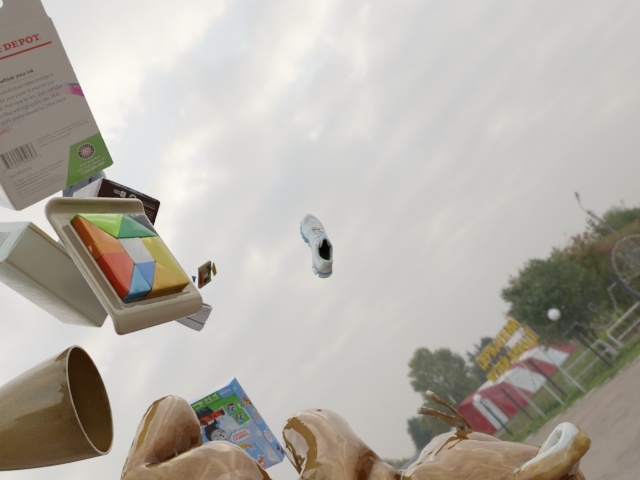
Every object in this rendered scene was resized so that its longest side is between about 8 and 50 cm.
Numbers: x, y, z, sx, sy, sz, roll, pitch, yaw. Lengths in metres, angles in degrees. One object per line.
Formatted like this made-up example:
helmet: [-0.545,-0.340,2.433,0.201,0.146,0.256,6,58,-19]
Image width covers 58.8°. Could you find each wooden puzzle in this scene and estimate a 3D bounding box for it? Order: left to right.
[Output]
wooden puzzle: [-0.307,0.028,0.932,0.044,0.238,0.221,-37,-11,19]
wooden puzzle: [-0.353,0.105,1.743,0.116,0.014,0.078,-47,-36,-50]

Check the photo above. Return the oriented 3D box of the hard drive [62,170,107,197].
hard drive: [-0.709,-0.085,1.736,0.172,0.254,0.054,-11,-6,25]

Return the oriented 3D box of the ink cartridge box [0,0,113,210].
ink cartridge box: [-0.539,-0.255,0.984,0.207,0.119,0.353,-38,-52,-37]

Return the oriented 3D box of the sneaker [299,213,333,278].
sneaker: [0.000,0.000,1.511,0.071,0.190,0.083,-9,-29,-21]

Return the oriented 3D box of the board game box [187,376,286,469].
board game box: [-0.199,0.429,1.269,0.160,0.211,0.039,-31,7,19]

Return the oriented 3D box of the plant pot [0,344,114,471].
plant pot: [-0.595,0.371,1.168,0.254,0.237,0.237,-19,-28,-9]

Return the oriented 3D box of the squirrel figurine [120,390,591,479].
squirrel figurine: [0.050,0.270,0.412,0.371,0.281,0.397,-7,5,-4]

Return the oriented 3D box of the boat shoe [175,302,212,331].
boat shoe: [-0.386,0.142,1.433,0.258,0.095,0.084,37,-98,-41]

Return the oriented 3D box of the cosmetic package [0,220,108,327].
cosmetic package: [-0.665,0.088,1.386,0.309,0.160,0.113,55,-135,-46]

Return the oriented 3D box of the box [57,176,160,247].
box: [-0.554,-0.041,1.482,0.168,0.167,0.203,24,-23,-38]
